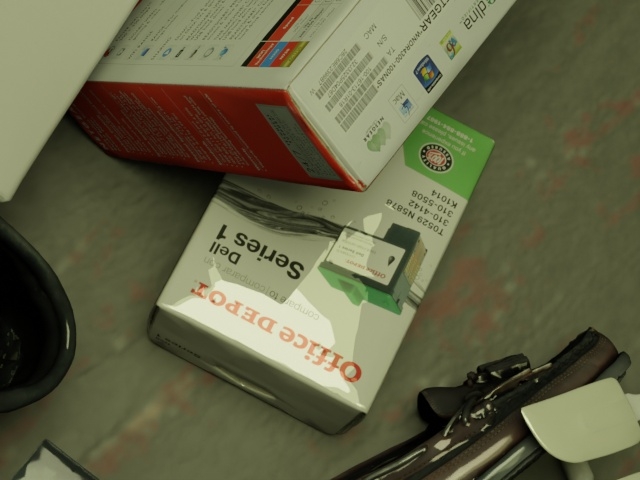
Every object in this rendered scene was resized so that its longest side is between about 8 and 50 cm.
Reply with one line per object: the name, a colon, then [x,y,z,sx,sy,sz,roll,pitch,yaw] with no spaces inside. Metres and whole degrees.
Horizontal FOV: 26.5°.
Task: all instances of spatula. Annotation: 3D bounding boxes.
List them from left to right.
spatula: [0.252,0.159,0.893,0.242,0.019,0.168,-11,68,-34]

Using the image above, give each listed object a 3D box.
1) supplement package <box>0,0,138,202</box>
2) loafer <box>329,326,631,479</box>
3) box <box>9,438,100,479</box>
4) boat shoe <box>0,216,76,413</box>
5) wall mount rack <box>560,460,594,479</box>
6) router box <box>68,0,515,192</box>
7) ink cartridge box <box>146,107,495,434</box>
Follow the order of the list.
supplement package: [-0.225,-0.187,0.875,0.177,0.175,0.293,40,68,-28]
loafer: [0.076,0.141,0.908,0.302,0.109,0.095,-37,79,-16]
box: [-0.134,0.214,0.787,0.153,0.207,0.108,38,71,1]
boat shoe: [-0.311,-0.017,0.686,0.156,0.500,0.186,-3,65,32]
wall mount rack: [0.292,0.282,0.903,0.350,0.130,0.304,1,78,-11]
router box: [0.011,-0.192,0.889,0.335,0.301,0.082,-52,123,-19]
ink cartridge box: [0.000,0.000,0.936,0.160,0.092,0.219,27,70,-2]
